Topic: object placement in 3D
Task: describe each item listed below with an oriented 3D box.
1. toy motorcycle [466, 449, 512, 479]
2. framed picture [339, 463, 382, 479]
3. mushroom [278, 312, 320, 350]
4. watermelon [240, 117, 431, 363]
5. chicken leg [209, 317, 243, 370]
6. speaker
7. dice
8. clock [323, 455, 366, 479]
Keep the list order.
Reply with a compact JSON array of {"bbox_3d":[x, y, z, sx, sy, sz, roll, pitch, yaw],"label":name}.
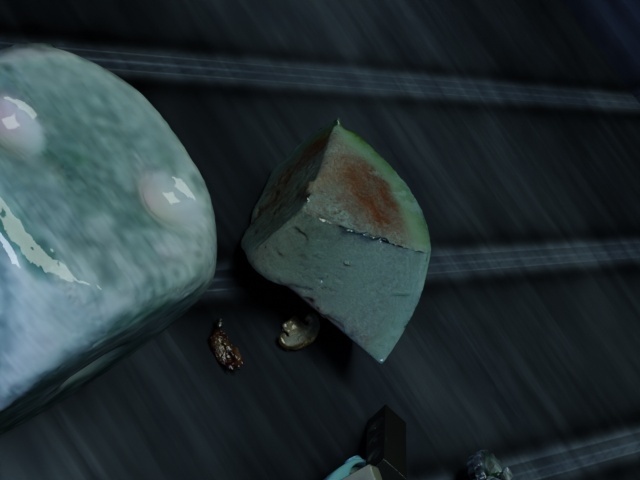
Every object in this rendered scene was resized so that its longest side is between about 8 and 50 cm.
[{"bbox_3d":[0.255,0.433,2.093,0.188,0.143,0.327,56,20,-7],"label":"toy motorcycle"},{"bbox_3d":[0.021,0.458,1.718,0.020,0.240,0.324,20,45,-53],"label":"framed picture"},{"bbox_3d":[-0.030,0.133,2.137,0.049,0.019,0.101,51,35,2],"label":"mushroom"},{"bbox_3d":[0.000,0.000,2.148,0.258,0.228,0.387,-3,55,-38],"label":"watermelon"},{"bbox_3d":[-0.134,0.144,2.013,0.036,0.021,0.083,-11,62,-41],"label":"chicken leg"},{"bbox_3d":[0.093,0.292,2.051,0.046,0.040,0.191,41,14,-9],"label":"speaker"},{"bbox_3d":[-0.346,0.000,1.644,0.348,0.328,0.330,55,35,7],"label":"dice"},{"bbox_3d":[0.061,0.351,2.020,0.108,0.045,0.147,53,35,2],"label":"clock"}]
